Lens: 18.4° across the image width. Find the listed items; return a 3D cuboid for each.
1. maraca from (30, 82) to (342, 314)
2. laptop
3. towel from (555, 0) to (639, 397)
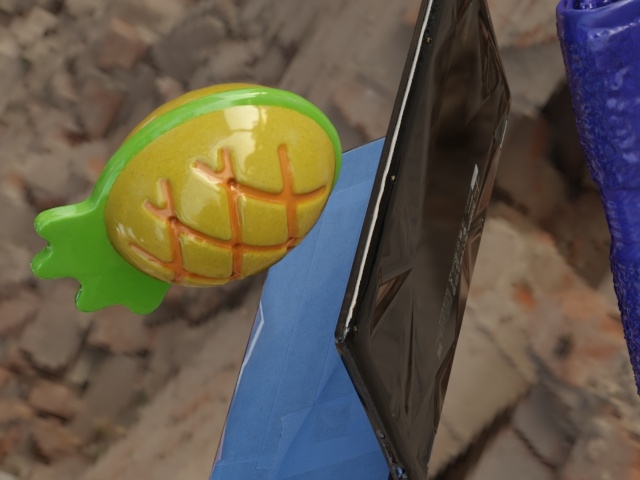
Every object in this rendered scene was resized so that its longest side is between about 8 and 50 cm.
[{"bbox_3d":[-0.074,-0.020,1.098,0.186,0.127,0.099,-32,43,13],"label":"maraca"},{"bbox_3d":[0.000,0.000,1.580,0.236,0.408,0.382,5,60,17],"label":"laptop"},{"bbox_3d":[0.252,-0.038,1.102,0.228,0.308,0.076,-23,27,-13],"label":"towel"}]
